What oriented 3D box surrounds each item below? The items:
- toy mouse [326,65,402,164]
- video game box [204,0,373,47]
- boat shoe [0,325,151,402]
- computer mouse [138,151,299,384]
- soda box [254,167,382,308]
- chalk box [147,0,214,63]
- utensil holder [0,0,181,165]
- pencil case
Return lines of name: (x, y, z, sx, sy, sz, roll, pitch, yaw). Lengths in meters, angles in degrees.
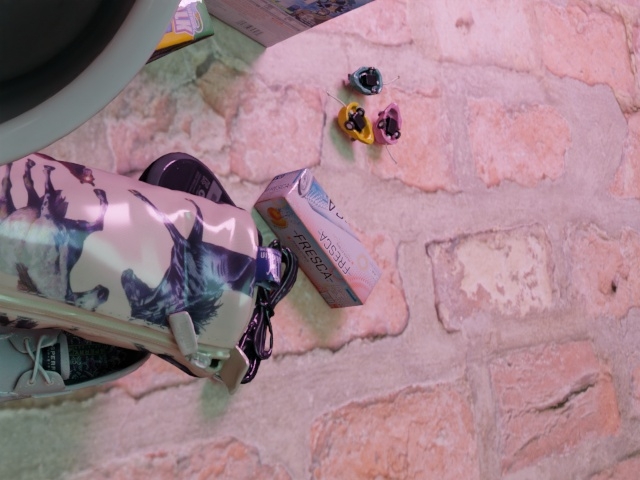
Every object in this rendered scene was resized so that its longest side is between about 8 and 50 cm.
toy mouse: (0.071, -0.185, 1.341, 0.161, 0.031, 0.143, 51, 50, -27)
video game box: (-0.067, -0.307, 1.106, 0.205, 0.187, 0.048, 24, 66, -42)
boat shoe: (-0.256, 0.105, 0.898, 0.228, 0.081, 0.079, -4, 85, -47)
computer mouse: (-0.132, 0.017, 1.066, 0.272, 0.072, 0.188, 56, 44, -40)
soda box: (0.000, 0.000, 1.209, 0.183, 0.058, 0.063, 54, 49, -26)
chalk box: (-0.207, -0.243, 0.986, 0.213, 0.132, 0.132, -31, 105, -46)
utensil holder: (-0.265, -0.225, 0.647, 0.328, 0.385, 0.327, -3, 103, -14)
pencil case: (-0.243, 0.009, 0.819, 0.410, 0.160, 0.183, 15, 27, -30)
